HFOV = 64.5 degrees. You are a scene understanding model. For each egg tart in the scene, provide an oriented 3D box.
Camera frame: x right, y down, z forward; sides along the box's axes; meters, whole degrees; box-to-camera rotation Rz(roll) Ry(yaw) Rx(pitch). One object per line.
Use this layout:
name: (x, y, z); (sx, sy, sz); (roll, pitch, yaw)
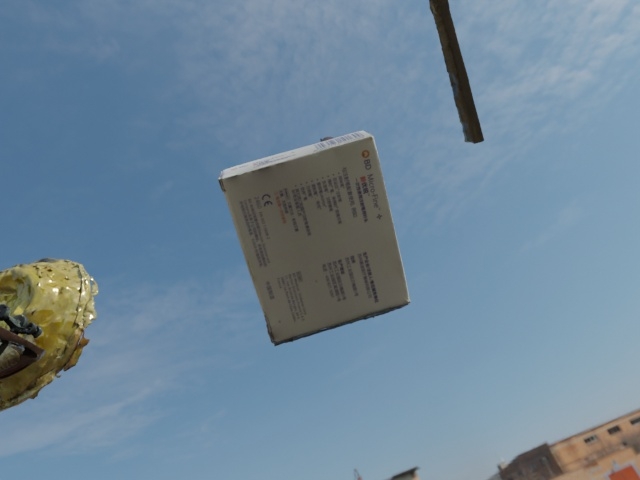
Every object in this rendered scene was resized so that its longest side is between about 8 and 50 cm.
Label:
egg tart: (-0.477, 0.131, 0.782); (0.279, 0.279, 0.095); (-27, -40, 7)

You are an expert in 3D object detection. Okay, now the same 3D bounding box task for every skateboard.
skateboard: (-0.312, 0.086, 0.446); (0.067, 0.080, 0.151); (12, -28, 29)

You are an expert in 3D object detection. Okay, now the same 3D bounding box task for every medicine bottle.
medicine bottle: (0.000, 0.000, 0.552); (0.171, 0.052, 0.201); (-18, -71, -3)

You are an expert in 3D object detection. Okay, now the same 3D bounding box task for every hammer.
hammer: (0.214, -0.290, 0.814); (0.125, 0.027, 0.297); (-14, -65, 17)

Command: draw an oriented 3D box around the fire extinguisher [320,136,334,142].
fire extinguisher: (0.031, -0.219, 1.455); (0.043, 0.064, 0.158); (-41, -40, -30)
